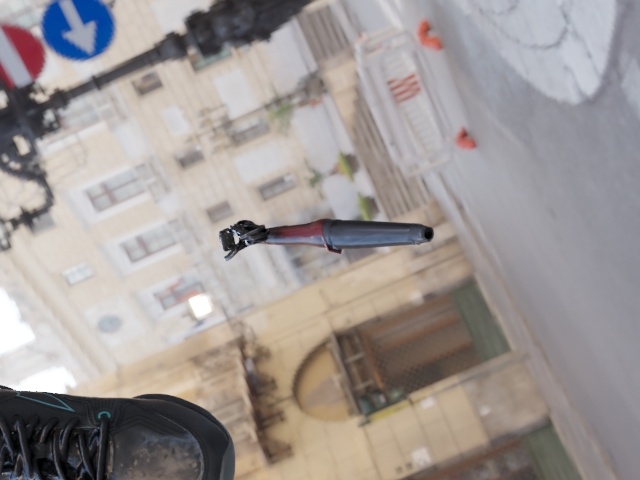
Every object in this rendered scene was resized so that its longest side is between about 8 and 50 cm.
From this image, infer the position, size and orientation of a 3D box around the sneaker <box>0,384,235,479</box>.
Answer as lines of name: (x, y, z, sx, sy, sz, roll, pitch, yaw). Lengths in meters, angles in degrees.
sneaker: (-0.189, 0.154, 0.807, 0.106, 0.267, 0.101, 18, -107, -66)

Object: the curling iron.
curling iron: (0.000, 0.000, 1.126, 0.068, 0.274, 0.035, -27, -70, -44)
